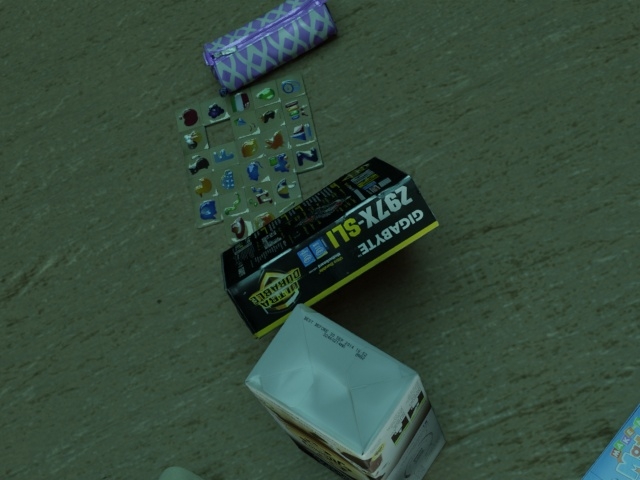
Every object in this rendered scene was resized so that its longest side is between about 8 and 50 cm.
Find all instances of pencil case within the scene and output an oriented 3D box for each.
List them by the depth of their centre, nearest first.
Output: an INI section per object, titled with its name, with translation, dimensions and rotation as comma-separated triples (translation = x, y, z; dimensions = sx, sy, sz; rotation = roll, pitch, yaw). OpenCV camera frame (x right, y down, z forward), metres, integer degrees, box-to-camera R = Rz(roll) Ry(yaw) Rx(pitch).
[pencil case]
translation = -0.076, -0.296, 1.965
dimensions = 0.206, 0.088, 0.086
rotation = -30, 65, 0

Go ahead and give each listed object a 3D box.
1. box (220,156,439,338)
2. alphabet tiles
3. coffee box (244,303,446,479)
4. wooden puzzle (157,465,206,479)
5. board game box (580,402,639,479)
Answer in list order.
[box]
translation = 0.000, 0.000, 1.710
dimensions = 0.257, 0.322, 0.079
rotation = -31, 99, -1
[alphabet tiles]
translation = -0.098, -0.114, 1.942
dimensions = 0.198, 0.009, 0.237
rotation = -16, 66, 7
[coffee box]
translation = 0.039, 0.209, 1.620
dimensions = 0.168, 0.297, 0.119
rotation = 30, 76, 22
[wooden puzzle]
translation = -0.115, 0.411, 1.611
dimensions = 0.238, 0.044, 0.221
rotation = 32, 50, -19
[board game box]
translation = 0.429, 0.318, 1.624
dimensions = 0.211, 0.039, 0.160
rotation = 37, 82, 22
